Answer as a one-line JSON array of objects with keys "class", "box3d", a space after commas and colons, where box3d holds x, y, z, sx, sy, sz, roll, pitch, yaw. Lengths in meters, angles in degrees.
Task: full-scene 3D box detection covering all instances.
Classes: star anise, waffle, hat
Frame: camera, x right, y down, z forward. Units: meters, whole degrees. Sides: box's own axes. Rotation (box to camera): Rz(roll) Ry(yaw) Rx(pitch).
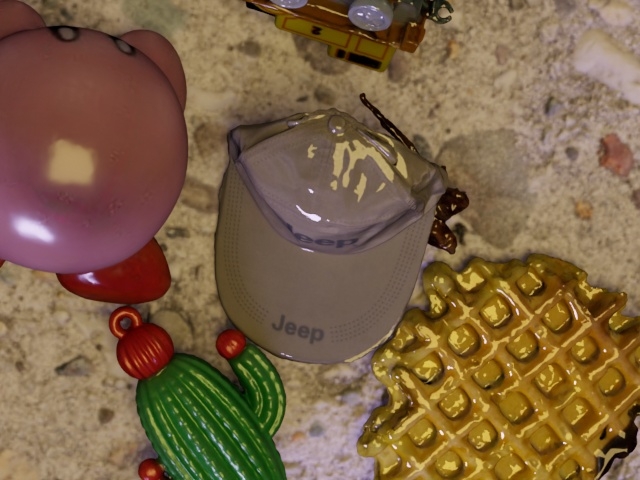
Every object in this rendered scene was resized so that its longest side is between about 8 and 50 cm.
[{"class": "star anise", "box3d": [0.078, -0.059, 1.825, 0.097, 0.070, 0.190, -34, 107, -2]}, {"class": "waffle", "box3d": [0.190, 0.165, 1.914, 0.307, 0.060, 0.312, 16, 99, -15]}, {"class": "hat", "box3d": [0.000, 0.000, 1.753, 0.214, 0.149, 0.244, 9, 94, 5]}]

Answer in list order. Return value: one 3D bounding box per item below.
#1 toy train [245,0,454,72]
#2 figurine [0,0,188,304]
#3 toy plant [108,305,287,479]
[{"class": "toy train", "box3d": [0.010, -0.224, 1.737, 0.219, 0.127, 0.089, 16, 63, -4]}, {"class": "figurine", "box3d": [-0.225, -0.062, 1.669, 0.270, 0.211, 0.261, 13, 100, -18]}, {"class": "toy plant", "box3d": [-0.107, 0.165, 1.823, 0.155, 0.088, 0.240, -11, 103, -9]}]
